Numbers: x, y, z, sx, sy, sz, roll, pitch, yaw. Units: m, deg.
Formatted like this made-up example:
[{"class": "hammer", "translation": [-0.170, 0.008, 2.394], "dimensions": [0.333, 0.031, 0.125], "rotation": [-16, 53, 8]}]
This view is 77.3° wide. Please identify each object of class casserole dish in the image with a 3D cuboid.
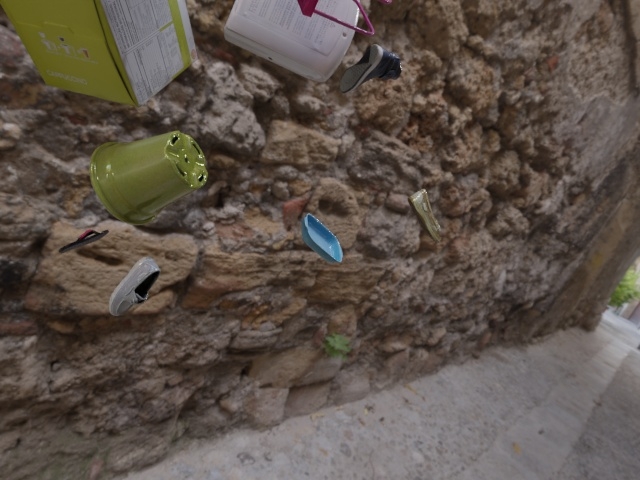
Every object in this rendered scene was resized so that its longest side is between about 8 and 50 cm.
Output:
[{"class": "casserole dish", "translation": [0.000, 0.000, 1.191], "dimensions": [0.188, 0.037, 0.114], "rotation": [40, 30, -37]}]

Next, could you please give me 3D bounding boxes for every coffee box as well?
[{"class": "coffee box", "translation": [-0.609, -0.635, 1.129], "dimensions": [0.338, 0.338, 0.334], "rotation": [16, 52, 11]}]

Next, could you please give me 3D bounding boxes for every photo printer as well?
[{"class": "photo printer", "translation": [-0.062, -0.582, 1.051], "dimensions": [0.308, 0.256, 0.107], "rotation": [22, 2, -7]}]

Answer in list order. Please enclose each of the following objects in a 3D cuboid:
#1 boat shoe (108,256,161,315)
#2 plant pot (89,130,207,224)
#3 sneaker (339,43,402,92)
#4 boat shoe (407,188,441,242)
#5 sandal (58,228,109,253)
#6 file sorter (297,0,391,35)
[{"class": "boat shoe", "translation": [-0.586, 0.160, 1.267], "dimensions": [0.081, 0.227, 0.079], "rotation": [40, 9, 23]}, {"class": "plant pot", "translation": [-0.506, -0.213, 1.246], "dimensions": [0.254, 0.276, 0.276], "rotation": [-16, -2, 19]}, {"class": "sneaker", "translation": [0.188, -0.599, 1.449], "dimensions": [0.163, 0.086, 0.226], "rotation": [-5, -13, -39]}, {"class": "boat shoe", "translation": [0.273, -0.058, 1.010], "dimensions": [0.153, 0.048, 0.056], "rotation": [54, 3, -22]}, {"class": "sandal", "translation": [-0.844, -0.009, 1.428], "dimensions": [0.179, 0.067, 0.040], "rotation": [-32, 91, -45]}, {"class": "file sorter", "translation": [0.084, -0.593, 0.773], "dimensions": [0.182, 0.290, 0.202], "rotation": [6, 51, -28]}]
